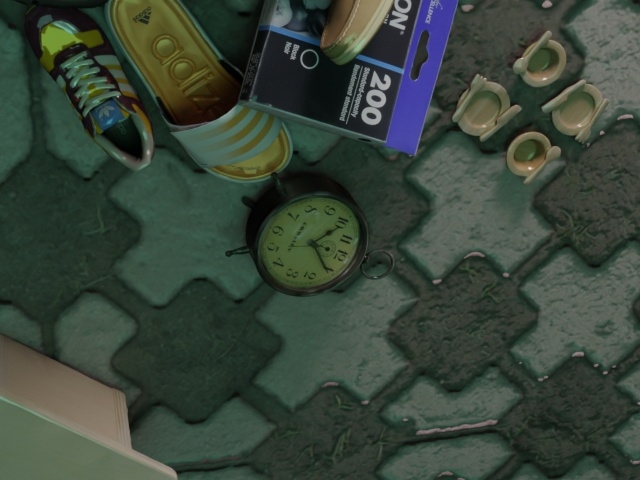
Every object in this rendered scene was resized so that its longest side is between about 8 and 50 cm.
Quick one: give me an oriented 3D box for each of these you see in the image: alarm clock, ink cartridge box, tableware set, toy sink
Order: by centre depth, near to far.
[{"bbox_3d":[0.042,-0.206,1.199,0.208,0.045,0.206,14,91,-25],"label":"ink cartridge box"},{"bbox_3d":[-0.295,0.232,1.329,0.234,0.131,0.153,30,106,-25],"label":"toy sink"},{"bbox_3d":[0.000,0.000,1.330,0.192,0.064,0.129,24,109,-25],"label":"alarm clock"},{"bbox_3d":[0.237,-0.145,1.350,0.141,0.020,0.169,-45,122,10],"label":"tableware set"}]

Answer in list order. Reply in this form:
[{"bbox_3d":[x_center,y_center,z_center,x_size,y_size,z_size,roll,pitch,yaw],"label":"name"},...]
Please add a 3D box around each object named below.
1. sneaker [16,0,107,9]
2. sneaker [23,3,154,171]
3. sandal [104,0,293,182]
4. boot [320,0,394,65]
[{"bbox_3d":[-0.300,-0.357,0.938,0.447,0.169,0.257,18,104,-46],"label":"sneaker"},{"bbox_3d":[-0.215,-0.149,1.163,0.069,0.084,0.185,-34,124,3],"label":"sneaker"},{"bbox_3d":[-0.120,-0.141,1.203,0.102,0.076,0.265,-37,123,5],"label":"sandal"},{"bbox_3d":[0.000,-0.283,1.101,0.165,0.077,0.213,23,81,-27],"label":"boot"}]
